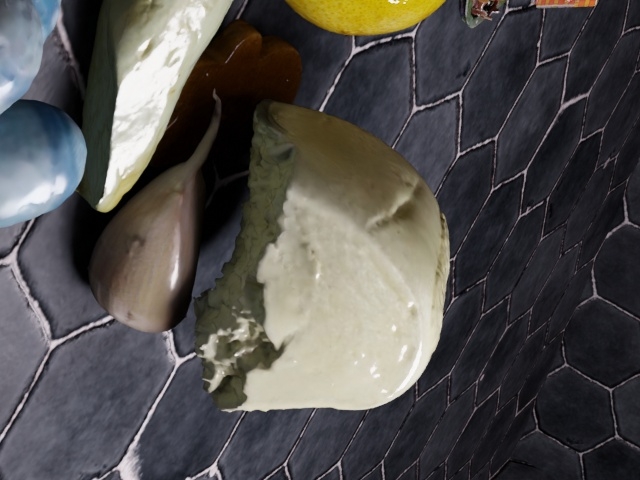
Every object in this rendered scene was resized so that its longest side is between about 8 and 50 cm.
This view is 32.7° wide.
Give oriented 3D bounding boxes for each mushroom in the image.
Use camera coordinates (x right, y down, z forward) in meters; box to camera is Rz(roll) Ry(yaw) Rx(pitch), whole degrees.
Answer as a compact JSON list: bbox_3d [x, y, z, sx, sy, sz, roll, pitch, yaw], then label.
[{"bbox_3d":[-0.139,-0.182,0.925,0.107,0.087,0.333,19,104,-51],"label":"mushroom"}]

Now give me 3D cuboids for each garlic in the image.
[{"bbox_3d":[-0.150,-0.008,1.045,0.128,0.148,0.266,7,140,-22],"label":"garlic"}]

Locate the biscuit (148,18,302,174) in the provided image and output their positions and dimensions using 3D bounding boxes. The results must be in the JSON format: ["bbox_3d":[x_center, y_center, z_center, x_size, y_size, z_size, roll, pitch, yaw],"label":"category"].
[{"bbox_3d":[-0.098,-0.140,1.098,0.236,0.039,0.180,-16,137,-58],"label":"biscuit"}]

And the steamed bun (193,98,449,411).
[{"bbox_3d":[0.000,0.000,1.079,0.290,0.273,0.272,-86,179,-57],"label":"steamed bun"}]

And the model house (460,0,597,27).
[{"bbox_3d":[0.315,-0.416,1.471,0.207,0.154,0.294,-43,151,-38],"label":"model house"}]

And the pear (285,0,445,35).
[{"bbox_3d":[0.037,-0.292,1.007,0.209,0.209,0.209,-44,151,-32],"label":"pear"}]

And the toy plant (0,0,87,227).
[{"bbox_3d":[-0.272,-0.065,0.657,0.332,0.247,0.247,-57,157,-24],"label":"toy plant"}]
